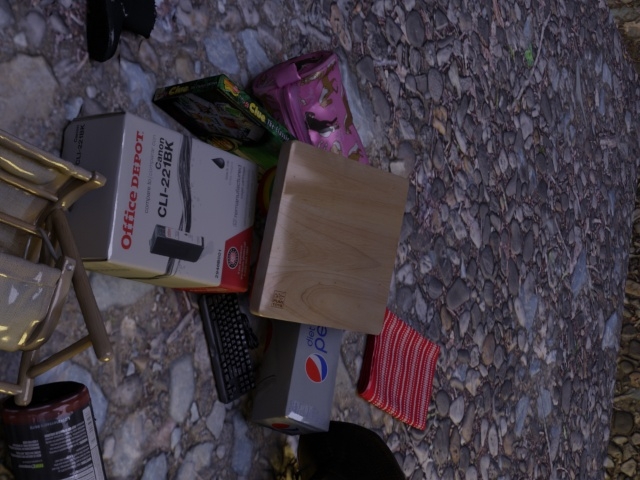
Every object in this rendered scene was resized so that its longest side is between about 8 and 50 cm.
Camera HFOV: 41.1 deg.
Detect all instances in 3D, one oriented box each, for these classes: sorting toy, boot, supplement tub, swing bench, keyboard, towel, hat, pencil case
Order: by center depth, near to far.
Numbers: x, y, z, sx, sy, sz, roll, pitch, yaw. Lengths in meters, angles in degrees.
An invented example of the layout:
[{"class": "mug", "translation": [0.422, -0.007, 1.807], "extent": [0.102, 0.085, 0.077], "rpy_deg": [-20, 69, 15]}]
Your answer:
[{"class": "swing bench", "translation": [-0.371, 0.013, 0.910], "extent": [0.253, 0.165, 0.255], "rpy_deg": [29, 41, -49]}, {"class": "supplement tub", "translation": [-0.315, 0.278, 1.030], "extent": [0.106, 0.106, 0.198], "rpy_deg": [-20, 105, -53]}, {"class": "boot", "translation": [-0.273, -0.301, 1.185], "extent": [0.099, 0.045, 0.121], "rpy_deg": [1, 86, -58]}, {"class": "sorting toy", "translation": [0.000, 0.000, 1.318], "extent": [0.257, 0.089, 0.256], "rpy_deg": [14, 85, -42]}, {"class": "hat", "translation": [0.021, 0.441, 1.340], "extent": [0.134, 0.331, 0.331], "rpy_deg": [-20, 104, -34]}, {"class": "keyboard", "translation": [-0.136, 0.158, 1.361], "extent": [0.108, 0.023, 0.180], "rpy_deg": [-25, 109, -53]}, {"class": "pencil case", "translation": [0.011, -0.135, 1.478], "extent": [0.160, 0.167, 0.386], "rpy_deg": [-29, 114, -19]}, {"class": "towel", "translation": [0.169, 0.266, 1.777], "extent": [0.275, 0.031, 0.199], "rpy_deg": [38, 59, -47]}]

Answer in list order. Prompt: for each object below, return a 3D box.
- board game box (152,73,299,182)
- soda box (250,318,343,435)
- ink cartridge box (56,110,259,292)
[{"class": "board game box", "translation": [-0.121, -0.164, 1.309], "extent": [0.259, 0.136, 0.030], "rpy_deg": [38, 54, -48]}, {"class": "soda box", "translation": [-0.029, 0.170, 1.410], "extent": [0.091, 0.098, 0.286], "rpy_deg": [27, 60, -32]}, {"class": "ink cartridge box", "translation": [-0.219, -0.043, 1.179], "extent": [0.273, 0.114, 0.197], "rpy_deg": [17, 74, -52]}]
